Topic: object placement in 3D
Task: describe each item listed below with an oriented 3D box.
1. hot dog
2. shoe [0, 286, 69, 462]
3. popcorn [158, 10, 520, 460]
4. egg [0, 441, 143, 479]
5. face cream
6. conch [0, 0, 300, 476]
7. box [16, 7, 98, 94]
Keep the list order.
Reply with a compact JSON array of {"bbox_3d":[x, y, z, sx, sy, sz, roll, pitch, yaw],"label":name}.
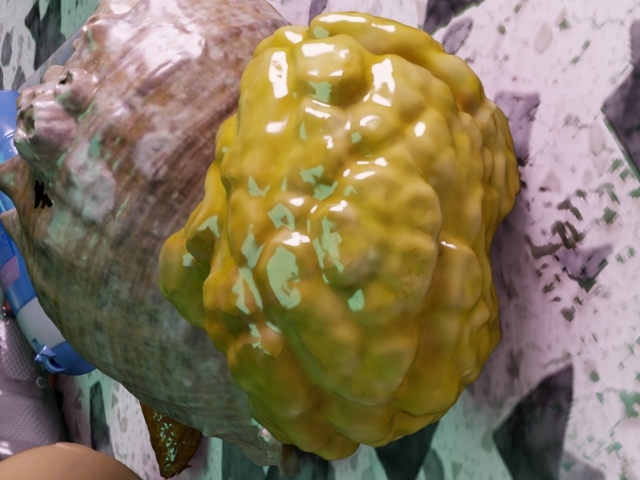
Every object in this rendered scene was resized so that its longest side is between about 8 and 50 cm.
[{"bbox_3d":[-0.119,0.148,1.077,0.058,0.035,0.083,-59,41,40],"label":"hot dog"},{"bbox_3d":[-0.309,0.104,1.338,0.336,0.132,0.171,46,118,55],"label":"shoe"},{"bbox_3d":[0.000,0.000,0.715,0.203,0.200,0.226,-6,110,30],"label":"popcorn"},{"bbox_3d":[-0.209,0.276,1.048,0.244,0.201,0.201,-84,9,-66],"label":"egg"},{"bbox_3d":[-0.261,-0.001,1.231,0.264,0.083,0.149,66,152,9],"label":"face cream"},{"bbox_3d":[-0.111,-0.004,0.917,0.297,0.210,0.352,111,155,-61],"label":"conch"},{"bbox_3d":[-0.235,-0.120,1.286,0.285,0.044,0.142,-25,63,57],"label":"box"}]
